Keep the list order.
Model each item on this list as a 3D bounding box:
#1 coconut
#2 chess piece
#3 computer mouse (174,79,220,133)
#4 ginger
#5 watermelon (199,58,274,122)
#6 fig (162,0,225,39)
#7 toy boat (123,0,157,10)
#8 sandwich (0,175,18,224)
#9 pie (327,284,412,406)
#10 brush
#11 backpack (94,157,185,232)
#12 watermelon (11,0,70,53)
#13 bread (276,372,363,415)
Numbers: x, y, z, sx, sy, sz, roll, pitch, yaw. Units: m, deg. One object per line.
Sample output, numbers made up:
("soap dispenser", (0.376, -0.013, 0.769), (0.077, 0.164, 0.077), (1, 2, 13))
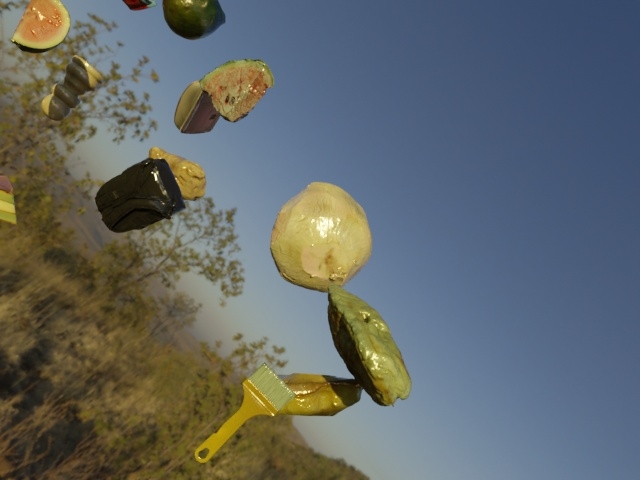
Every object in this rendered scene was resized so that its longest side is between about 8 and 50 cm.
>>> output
("coconut", (0.000, 0.000, 1.545), (0.297, 0.297, 0.254), (55, 22, -18))
("chess piece", (-0.644, -0.383, 1.409), (0.094, 0.170, 0.094), (39, -8, 7))
("computer mouse", (-0.301, -0.355, 1.433), (0.245, 0.126, 0.056), (-37, -114, 55))
("ginger", (-0.464, -0.178, 1.620), (0.354, 0.126, 0.190), (-11, -52, 48))
("watermelon", (-0.178, -0.304, 1.164), (0.187, 0.139, 0.071), (-2, -24, 33))
("fig", (-0.404, -0.765, 1.824), (0.195, 0.245, 0.195), (15, -70, 45))
("toy boat", (-0.367, -0.492, 0.994), (0.173, 0.059, 0.069), (52, 3, -30))
("sandwich", (-1.038, -0.122, 1.716), (0.187, 0.144, 0.117), (36, -52, 48))
("pie", (0.079, 0.183, 0.954), (0.248, 0.090, 0.201), (52, -16, 56))
("brush", (-0.145, 0.316, 0.976), (0.083, 0.205, 0.011), (46, -4, 2))
("backpack", (-0.342, -0.083, 1.047), (0.106, 0.165, 0.119), (-25, 99, -64))
("watermelon", (-0.589, -0.447, 1.172), (0.087, 0.163, 0.069), (26, -31, -28))
("bread", (-0.031, 0.320, 1.142), (0.160, 0.233, 0.088), (110, -18, -69))
